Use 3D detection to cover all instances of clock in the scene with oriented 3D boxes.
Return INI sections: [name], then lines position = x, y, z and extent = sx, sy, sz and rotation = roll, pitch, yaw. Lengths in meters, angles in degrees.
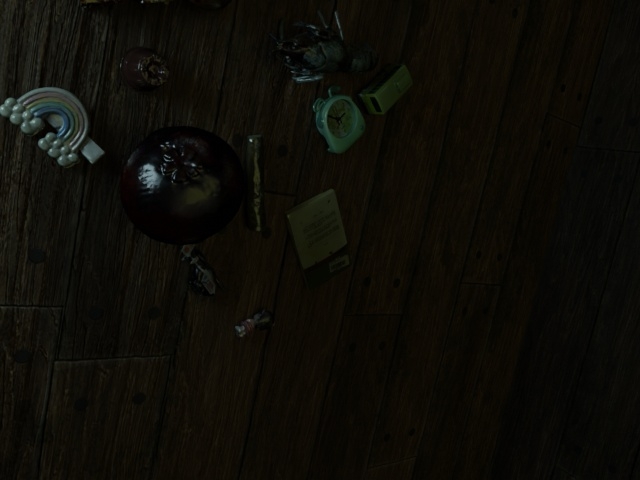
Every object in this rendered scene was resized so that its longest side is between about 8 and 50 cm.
[clock]
position = 0.052, -0.376, 1.647
extent = 0.148, 0.060, 0.189
rotation = -43, 124, -19

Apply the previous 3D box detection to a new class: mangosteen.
[mangosteen]
position = -0.333, -0.132, 1.307
extent = 0.296, 0.293, 0.298
rotation = 0, 92, -12

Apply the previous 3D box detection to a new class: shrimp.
[shrimp]
position = 0.016, -0.538, 1.519
extent = 0.410, 0.166, 0.222
rotation = 2, 129, -33

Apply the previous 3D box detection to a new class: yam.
[yam]
position = -0.185, -0.162, 1.532
extent = 0.061, 0.061, 0.275
rotation = -9, 108, -35

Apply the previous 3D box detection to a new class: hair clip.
[hair clip]
position = -0.585, -0.259, 1.210
extent = 0.140, 0.054, 0.220
rotation = -47, 122, -9

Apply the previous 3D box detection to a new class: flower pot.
[flower pot]
position = -0.408, -0.405, 1.270
extent = 0.111, 0.089, 0.112
rotation = -12, 110, -34

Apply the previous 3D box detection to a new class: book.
[book]
position = 0.000, 0.000, 1.738
extent = 0.201, 0.026, 0.290
rotation = -28, 119, -28

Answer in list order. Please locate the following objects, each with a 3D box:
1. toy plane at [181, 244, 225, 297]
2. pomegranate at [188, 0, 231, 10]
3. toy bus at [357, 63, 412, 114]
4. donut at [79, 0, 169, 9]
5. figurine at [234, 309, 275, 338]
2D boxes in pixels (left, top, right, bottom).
[toy plane]
position = -0.337, 0.091, 1.498
extent = 0.078, 0.053, 0.197
rotation = -44, 126, -29
[pomegranate]
position = -0.262, -0.647, 1.281
extent = 0.159, 0.159, 0.205
rotation = 42, 52, -37
[toy bus]
position = 0.213, -0.485, 1.713
extent = 0.175, 0.101, 0.088
rotation = -47, 126, -19
[donut]
position = -0.441, -0.586, 1.196
extent = 0.217, 0.085, 0.141
rotation = -15, 112, -34
[figurine]
position = -0.197, 0.263, 1.649
extent = 0.129, 0.054, 0.072
rotation = -28, 122, -26
